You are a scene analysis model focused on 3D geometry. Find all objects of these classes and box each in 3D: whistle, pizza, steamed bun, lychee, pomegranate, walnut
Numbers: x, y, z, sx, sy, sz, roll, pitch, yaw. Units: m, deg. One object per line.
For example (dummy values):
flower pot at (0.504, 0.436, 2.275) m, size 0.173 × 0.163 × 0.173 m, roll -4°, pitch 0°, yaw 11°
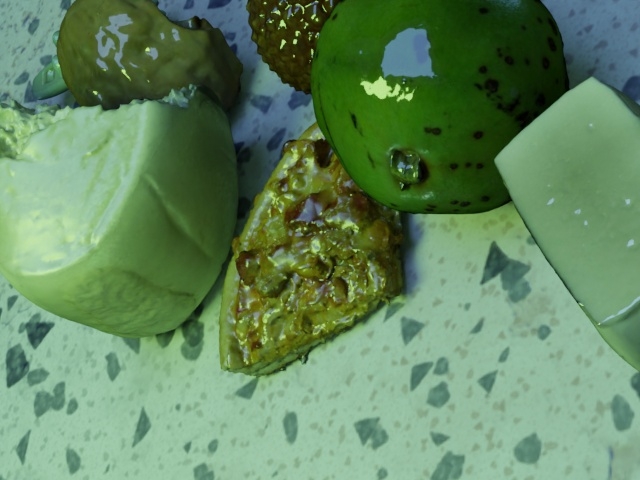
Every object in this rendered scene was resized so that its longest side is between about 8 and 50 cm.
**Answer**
whistle at (-0.292, -0.246, 1.933) m, size 0.244 × 0.092 × 0.110 m, roll -22°, pitch 59°, yaw 33°
pizza at (0.000, 0.000, 1.543) m, size 0.226 × 0.086 × 0.335 m, roll 25°, pitch 85°, yaw 48°
steamed bun at (0.268, -0.007, 1.237) m, size 0.146 × 0.164 × 0.241 m, roll -42°, pitch 45°, yaw 17°
steamed bun at (-0.213, -0.053, 1.632) m, size 0.272 × 0.290 × 0.273 m, roll -30°, pitch 69°, yaw 21°
lychee at (0.010, -0.252, 1.591) m, size 0.238 × 0.200 × 0.200 m, roll 115°, pitch 162°, yaw -65°
pomegranate at (0.120, -0.156, 1.408) m, size 0.254 × 0.254 × 0.270 m, roll -10°, pitch 48°, yaw 39°
walnut at (-0.230, -0.209, 1.771) m, size 0.238 × 0.204 × 0.141 m, roll -10°, pitch 23°, yaw 40°

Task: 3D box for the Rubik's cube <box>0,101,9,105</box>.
Rubik's cube at (-0.402, -0.072, 1.889) m, size 0.180 × 0.167 × 0.183 m, roll 18°, pitch 81°, yaw 47°
